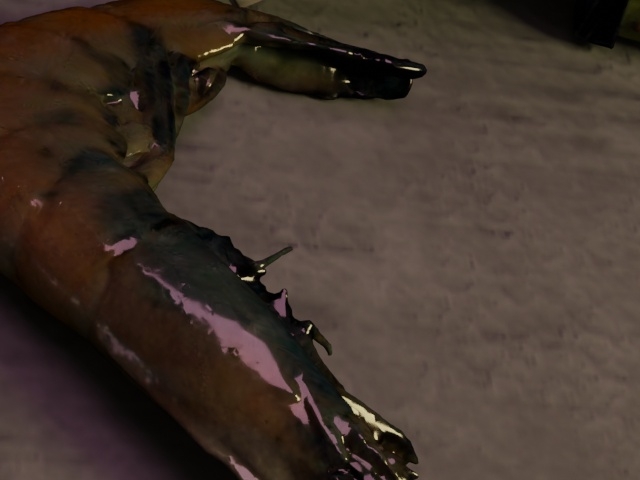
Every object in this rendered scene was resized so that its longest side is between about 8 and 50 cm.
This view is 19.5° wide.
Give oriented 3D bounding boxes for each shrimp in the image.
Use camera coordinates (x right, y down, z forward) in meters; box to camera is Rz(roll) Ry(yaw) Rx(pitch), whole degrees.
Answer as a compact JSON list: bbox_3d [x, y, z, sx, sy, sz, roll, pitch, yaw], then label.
[{"bbox_3d":[0.000,0.000,0.632,0.262,0.051,0.198,44,49,18],"label":"shrimp"}]

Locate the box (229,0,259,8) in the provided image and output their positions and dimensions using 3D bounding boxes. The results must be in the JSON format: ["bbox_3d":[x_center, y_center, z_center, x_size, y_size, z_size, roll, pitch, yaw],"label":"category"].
[{"bbox_3d":[0.065,-0.243,0.742,0.273,0.048,0.265,-19,51,13],"label":"box"}]

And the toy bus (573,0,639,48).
[{"bbox_3d":[0.204,-0.204,0.820,0.175,0.138,0.288,16,49,-8],"label":"toy bus"}]
